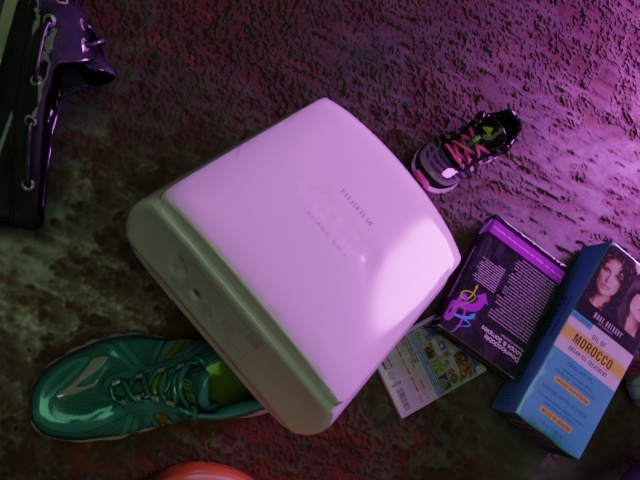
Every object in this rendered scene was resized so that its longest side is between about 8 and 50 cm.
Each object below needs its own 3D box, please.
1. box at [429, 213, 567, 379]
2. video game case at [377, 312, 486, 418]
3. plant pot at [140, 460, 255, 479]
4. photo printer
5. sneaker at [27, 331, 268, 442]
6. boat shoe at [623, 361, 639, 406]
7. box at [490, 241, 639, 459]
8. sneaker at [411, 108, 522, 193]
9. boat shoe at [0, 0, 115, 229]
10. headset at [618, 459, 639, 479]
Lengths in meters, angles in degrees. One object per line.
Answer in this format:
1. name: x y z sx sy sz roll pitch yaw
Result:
1. box: 0.214 0.066 0.830 0.116 0.029 0.162 36 69 -9
2. video game case: 0.125 0.140 0.812 0.122 0.011 0.087 -25 88 -16
3. plant pot: -0.108 0.321 0.633 0.205 0.188 0.205 2 81 -14
4. photo printer: 0.000 0.000 0.699 0.256 0.107 0.307 50 45 0
5. sneaker: -0.146 0.138 0.690 0.275 0.110 0.107 -6 84 -15
6. boat shoe: 0.452 0.164 0.846 0.152 0.056 0.048 -19 95 17
7. box: 0.314 0.128 0.838 0.100 0.060 0.244 37 75 -7
8. sneaker: 0.174 -0.111 0.806 0.170 0.075 0.063 -28 81 -36
9. boat shoe: -0.266 -0.169 0.694 0.113 0.127 0.340 20 79 -12
10. headset: 0.400 0.430 0.733 0.243 0.185 0.394 36 60 -24
